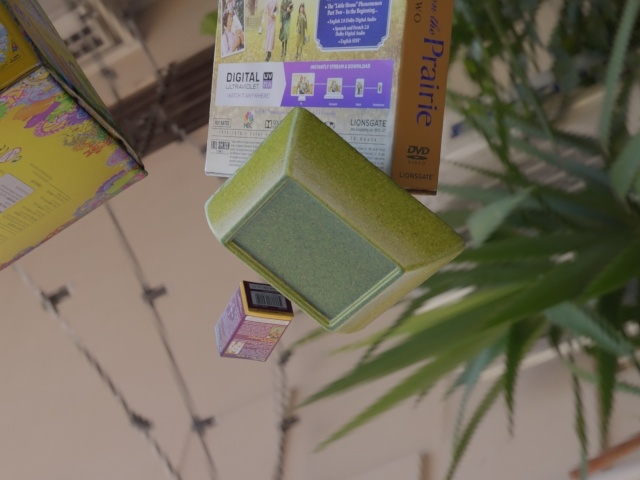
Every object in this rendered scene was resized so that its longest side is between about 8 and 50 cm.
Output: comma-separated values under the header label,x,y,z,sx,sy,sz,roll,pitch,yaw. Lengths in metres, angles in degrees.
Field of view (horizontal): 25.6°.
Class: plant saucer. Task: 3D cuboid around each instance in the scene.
label,x,y,z,sx,sy,sz,roll,pitch,yaw
plant saucer,0.000,0.000,1.225,0.188,0.188,0.045,39,-131,-8

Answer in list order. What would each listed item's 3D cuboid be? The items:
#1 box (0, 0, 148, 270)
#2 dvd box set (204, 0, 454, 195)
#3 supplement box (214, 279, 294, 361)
label,x,y,z,sx,sy,sz,roll,pitch,yaw
box,-0.267,-0.130,0.818,0.279,0.177,0.290,57,179,9
dvd box set,0.009,-0.259,1.324,0.062,0.308,0.420,3,-88,-37
supplement box,-0.070,0.085,1.478,0.055,0.083,0.043,9,-134,-26
